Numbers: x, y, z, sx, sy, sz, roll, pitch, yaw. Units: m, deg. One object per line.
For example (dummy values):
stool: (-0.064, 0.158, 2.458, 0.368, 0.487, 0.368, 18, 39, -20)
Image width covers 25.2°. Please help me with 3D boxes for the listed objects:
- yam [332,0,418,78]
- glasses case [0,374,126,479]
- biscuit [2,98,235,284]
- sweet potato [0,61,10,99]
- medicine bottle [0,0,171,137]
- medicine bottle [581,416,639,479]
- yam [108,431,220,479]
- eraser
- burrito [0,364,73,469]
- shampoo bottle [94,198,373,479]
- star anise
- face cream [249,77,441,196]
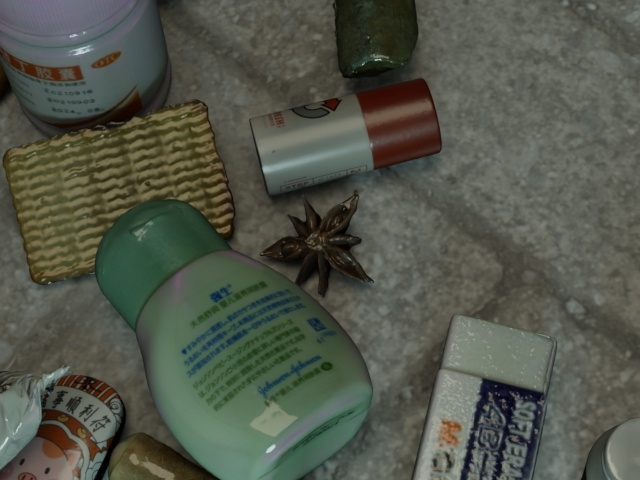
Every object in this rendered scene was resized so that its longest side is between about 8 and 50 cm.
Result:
yam: (0.066, -0.304, 1.785, 0.106, 0.106, 0.259, -5, 63, 3)
glasses case: (-0.299, 0.268, 1.543, 0.103, 0.067, 0.267, 15, 65, 18)
biscuit: (-0.236, -0.057, 1.694, 0.254, 0.029, 0.172, -14, 88, -1)
sweet potato: (-0.400, -0.286, 1.841, 0.067, 0.067, 0.274, 7, 69, 8)
medicine bottle: (-0.292, -0.272, 1.676, 0.202, 0.316, 0.202, -1, 62, 2)
medicine bottle: (0.315, 0.246, 1.432, 0.107, 0.191, 0.107, -2, 63, 4)
yam: (-0.076, 0.311, 1.497, 0.356, 0.081, 0.081, 30, 69, 17)
eraser: (0.164, 0.231, 1.513, 0.130, 0.086, 0.287, 13, 65, 9)
burrito: (-0.443, 0.258, 1.511, 0.445, 0.101, 0.139, -38, 40, 0)
shampoo bottle: (-0.113, 0.099, 1.564, 0.222, 0.151, 0.349, -32, 65, -25)
star anise: (-0.010, 0.006, 1.662, 0.129, 0.056, 0.124, -11, 81, 11)
face cream: (0.029, -0.124, 1.700, 0.214, 0.096, 0.096, -14, 63, -3)
